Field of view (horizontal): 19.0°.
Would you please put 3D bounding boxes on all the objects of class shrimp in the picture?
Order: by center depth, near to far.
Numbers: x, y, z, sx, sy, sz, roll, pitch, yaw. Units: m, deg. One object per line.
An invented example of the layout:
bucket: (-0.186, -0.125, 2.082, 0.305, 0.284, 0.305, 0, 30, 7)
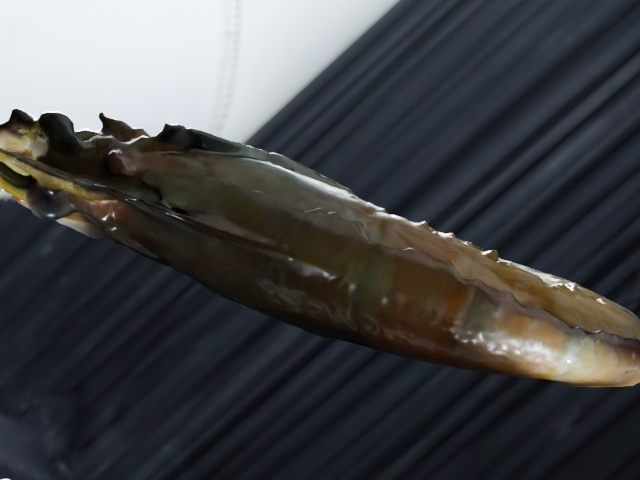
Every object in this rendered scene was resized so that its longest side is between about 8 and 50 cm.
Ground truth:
shrimp: (-0.001, 0.002, 0.672, 0.251, 0.052, 0.143, 23, -174, -2)

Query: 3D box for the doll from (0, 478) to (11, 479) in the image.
doll: (-0.027, 0.162, 0.573, 0.227, 0.102, 0.075, 43, -157, 5)
